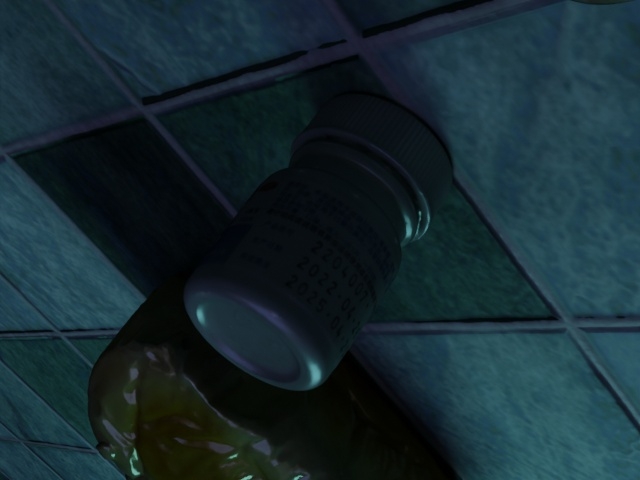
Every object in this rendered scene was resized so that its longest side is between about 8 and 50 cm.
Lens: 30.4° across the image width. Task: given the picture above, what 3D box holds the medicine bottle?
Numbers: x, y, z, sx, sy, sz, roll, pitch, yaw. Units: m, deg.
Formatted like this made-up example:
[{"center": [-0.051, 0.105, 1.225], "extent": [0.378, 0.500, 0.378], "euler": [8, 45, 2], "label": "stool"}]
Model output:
[{"center": [0.000, 0.000, 0.727], "extent": [0.105, 0.168, 0.105], "euler": [26, 150, 17], "label": "medicine bottle"}]

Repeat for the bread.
[{"center": [-0.038, 0.194, 1.078], "extent": [0.236, 0.183, 0.388], "euler": [-23, 113, 39], "label": "bread"}]

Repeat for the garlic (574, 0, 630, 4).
[{"center": [0.122, -0.144, 0.421], "extent": [0.194, 0.127, 0.131], "euler": [29, 169, 31], "label": "garlic"}]
